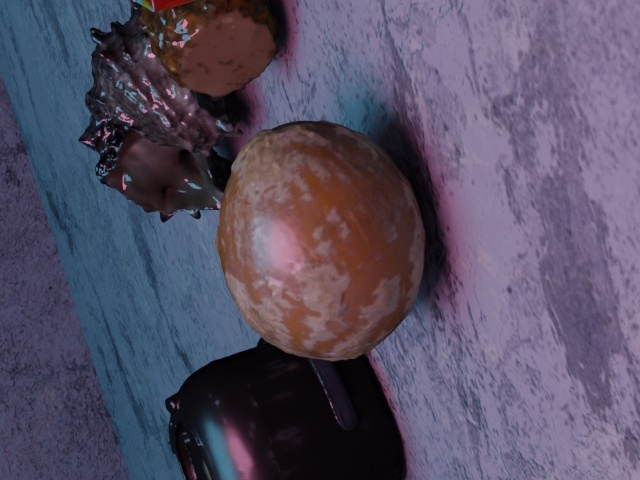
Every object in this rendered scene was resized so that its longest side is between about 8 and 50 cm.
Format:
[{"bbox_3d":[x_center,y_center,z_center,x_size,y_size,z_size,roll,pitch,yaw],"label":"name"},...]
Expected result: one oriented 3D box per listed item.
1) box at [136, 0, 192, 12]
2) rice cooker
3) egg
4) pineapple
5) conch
[{"bbox_3d":[-0.101,-0.298,1.184,0.048,0.175,0.112,37,141,50],"label":"box"},{"bbox_3d":[-0.051,0.236,1.462,0.267,0.224,0.267,51,151,42],"label":"rice cooker"},{"bbox_3d":[0.000,0.000,1.168,0.203,0.203,0.245,36,150,54],"label":"egg"},{"bbox_3d":[-0.156,-0.305,1.367,0.310,0.141,0.170,62,-174,36],"label":"pineapple"},{"bbox_3d":[-0.181,-0.157,1.521,0.240,0.186,0.313,31,140,39],"label":"conch"}]
